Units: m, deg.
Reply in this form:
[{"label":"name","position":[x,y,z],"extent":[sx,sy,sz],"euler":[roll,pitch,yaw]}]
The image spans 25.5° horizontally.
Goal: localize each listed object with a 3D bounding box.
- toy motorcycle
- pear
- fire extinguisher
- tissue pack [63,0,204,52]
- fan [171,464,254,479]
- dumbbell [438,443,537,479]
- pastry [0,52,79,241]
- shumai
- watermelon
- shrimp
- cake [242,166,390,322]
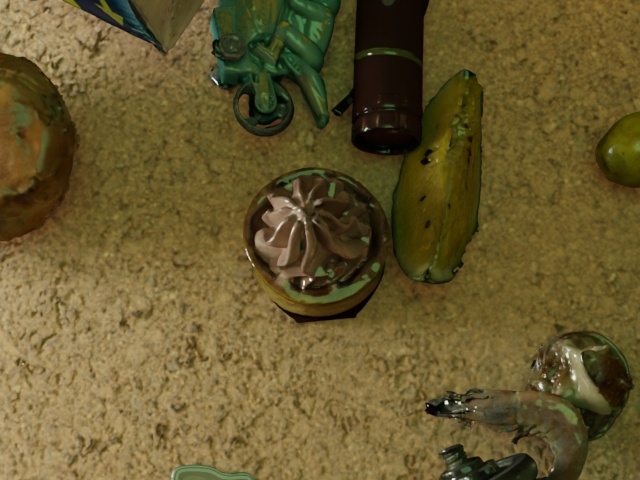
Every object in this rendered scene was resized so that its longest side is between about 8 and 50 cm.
[{"label":"toy motorcycle","position":[-0.062,-0.283,1.940],"extent":[0.198,0.109,0.297],"euler":[-7,75,-11]},{"label":"pear","position":[0.437,-0.123,1.902],"extent":[0.131,0.107,0.107],"euler":[-18,78,-1]},{"label":"fire extinguisher","position":[0.083,-0.288,1.939],"extent":[0.141,0.105,0.341],"euler":[-6,69,21]},{"label":"tissue pack","position":[-0.321,-0.462,1.853],"extent":[0.416,0.253,0.264],"euler":[27,80,20]},{"label":"fan","position":[-0.103,0.368,1.836],"extent":[0.220,0.009,0.132],"euler":[13,78,2]},{"label":"dumbbell","position":[0.249,0.436,1.726],"extent":[0.179,0.179,0.406],"euler":[-26,86,-6]},{"label":"pastry","position":[-0.462,-0.114,1.859],"extent":[0.310,0.162,0.255],"euler":[-7,88,8]},{"label":"shumai","position":[0.343,0.178,1.830],"extent":[0.145,0.116,0.146],"euler":[0,79,1]},{"label":"watermelon","position":[0.159,-0.069,1.874],"extent":[0.123,0.129,0.301],"euler":[10,70,3]},{"label":"shrimp","position":[0.238,0.262,1.832],"extent":[0.219,0.046,0.152],"euler":[7,99,22]},{"label":"cake","position":[0.000,0.000,1.836],"extent":[0.185,0.178,0.208],"euler":[-35,83,-9]}]
